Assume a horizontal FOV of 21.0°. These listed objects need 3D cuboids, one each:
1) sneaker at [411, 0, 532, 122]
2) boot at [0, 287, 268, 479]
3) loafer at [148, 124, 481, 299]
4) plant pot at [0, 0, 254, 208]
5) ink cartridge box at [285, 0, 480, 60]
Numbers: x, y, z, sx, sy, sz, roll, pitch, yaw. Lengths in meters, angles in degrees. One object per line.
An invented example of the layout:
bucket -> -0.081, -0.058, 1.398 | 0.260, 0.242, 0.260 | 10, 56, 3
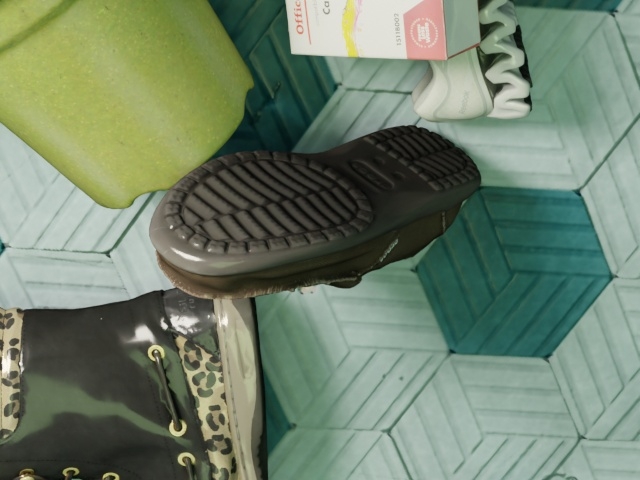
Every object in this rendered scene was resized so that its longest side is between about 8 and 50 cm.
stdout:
sneaker -> 0.109, -0.237, 1.528 | 0.118, 0.110, 0.292 | -10, 110, 9
boot -> -0.193, 0.220, 1.647 | 0.284, 0.138, 0.377 | -1, 106, -4
loafer -> 0.000, 0.000, 1.506 | 0.366, 0.134, 0.130 | -13, 135, -43
plant pot -> -0.199, -0.173, 1.462 | 0.276, 0.276, 0.254 | -34, 119, 8
ink cartridge box -> 0.033, -0.219, 1.491 | 0.198, 0.067, 0.115 | 5, 111, 33
